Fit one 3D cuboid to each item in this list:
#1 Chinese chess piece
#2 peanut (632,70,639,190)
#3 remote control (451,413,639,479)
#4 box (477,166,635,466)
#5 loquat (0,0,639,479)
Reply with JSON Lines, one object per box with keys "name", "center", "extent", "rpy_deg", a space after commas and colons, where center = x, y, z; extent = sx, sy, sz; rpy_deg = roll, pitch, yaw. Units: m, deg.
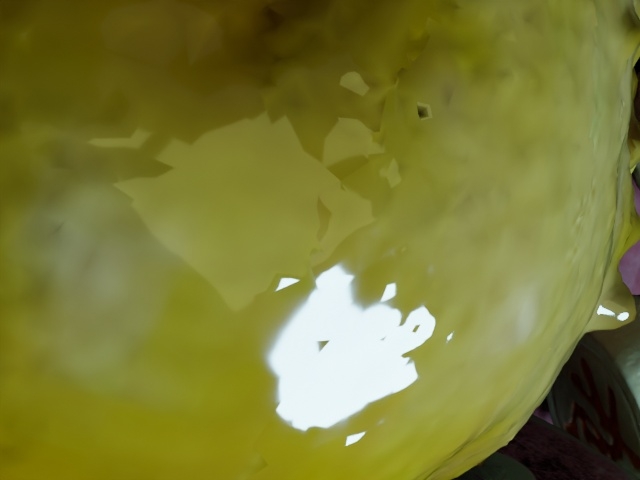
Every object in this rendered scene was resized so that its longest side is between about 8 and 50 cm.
{"name": "Chinese chess piece", "center": [0.162, 0.088, 0.971], "extent": [0.051, 0.122, 0.122], "rpy_deg": [-17, 130, -16]}
{"name": "peanut", "center": [0.227, -0.036, 0.972], "extent": [0.226, 0.095, 0.108], "rpy_deg": [27, 81, -46]}
{"name": "remote control", "center": [0.011, 0.133, 0.841], "extent": [0.344, 0.145, 0.050], "rpy_deg": [-3, 115, -42]}
{"name": "box", "center": [0.000, 0.000, 0.789], "extent": [0.274, 0.076, 0.174], "rpy_deg": [11, 110, -47]}
{"name": "loquat", "center": [-0.068, -0.061, 0.498], "extent": [0.328, 0.328, 0.328], "rpy_deg": [-25, 132, -31]}
